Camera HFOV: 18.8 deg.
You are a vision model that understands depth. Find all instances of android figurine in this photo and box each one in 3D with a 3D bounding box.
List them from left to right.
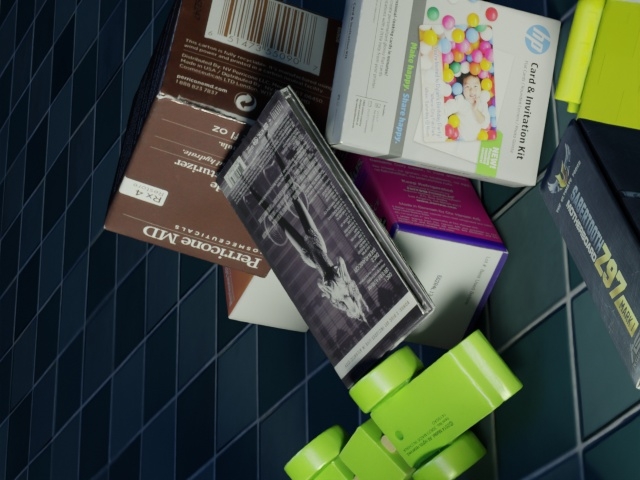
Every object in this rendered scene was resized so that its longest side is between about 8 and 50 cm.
[{"bbox_3d":[0.256,-0.138,1.423,0.248,0.056,0.273,-149,70,-66],"label":"android figurine"}]

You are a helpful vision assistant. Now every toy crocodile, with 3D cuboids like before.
[{"bbox_3d":[0.067,0.176,1.670,0.115,0.105,0.340,49,138,9],"label":"toy crocodile"}]

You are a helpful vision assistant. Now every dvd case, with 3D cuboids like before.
[{"bbox_3d":[0.000,0.000,1.616,0.221,0.018,0.164,58,147,12],"label":"dvd case"}]

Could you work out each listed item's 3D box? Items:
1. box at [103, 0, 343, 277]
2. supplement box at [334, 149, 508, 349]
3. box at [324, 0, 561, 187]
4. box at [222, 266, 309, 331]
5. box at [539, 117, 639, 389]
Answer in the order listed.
[{"bbox_3d":[-0.085,-0.105,1.784,0.203,0.168,0.167,119,164,-48],"label":"box"},{"bbox_3d":[0.070,-0.016,1.731,0.220,0.114,0.111,-111,38,-55],"label":"supplement box"},{"bbox_3d":[0.102,-0.131,1.607,0.038,0.186,0.145,1,80,65],"label":"box"},{"bbox_3d":[-0.029,-0.011,1.987,0.130,0.091,0.170,-100,31,-41],"label":"box"},{"bbox_3d":[0.260,0.019,1.104,0.183,0.232,0.059,-108,34,-51],"label":"box"}]
